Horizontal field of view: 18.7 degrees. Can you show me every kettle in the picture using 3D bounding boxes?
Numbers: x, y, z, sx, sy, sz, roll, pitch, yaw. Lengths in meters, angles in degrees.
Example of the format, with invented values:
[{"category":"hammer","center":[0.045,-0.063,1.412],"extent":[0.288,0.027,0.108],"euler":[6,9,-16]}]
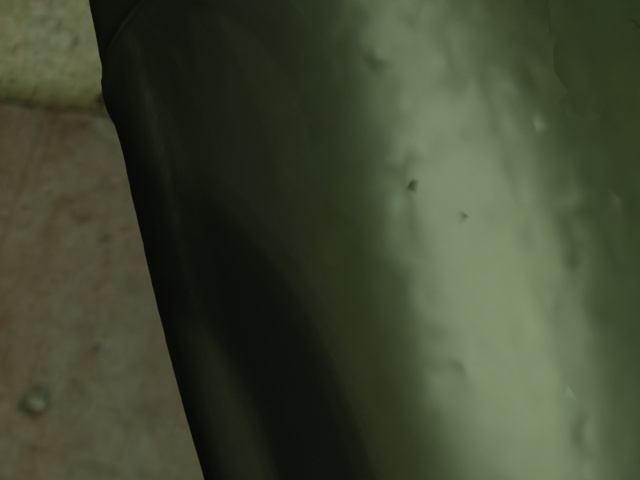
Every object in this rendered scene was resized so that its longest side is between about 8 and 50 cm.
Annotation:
[{"category":"kettle","center":[0.110,0.036,0.517],"extent":[0.321,0.228,0.324],"euler":[-21,71,25]}]
